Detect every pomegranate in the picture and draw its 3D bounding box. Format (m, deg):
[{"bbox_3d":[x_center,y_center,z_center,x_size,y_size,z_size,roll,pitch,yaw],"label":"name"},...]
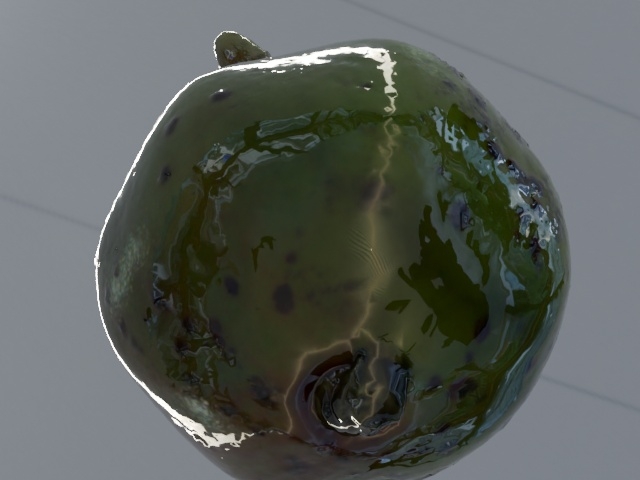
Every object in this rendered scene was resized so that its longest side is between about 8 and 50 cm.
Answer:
[{"bbox_3d":[-0.011,-0.006,0.725,0.198,0.246,0.198,-29,-29,-18],"label":"pomegranate"}]
